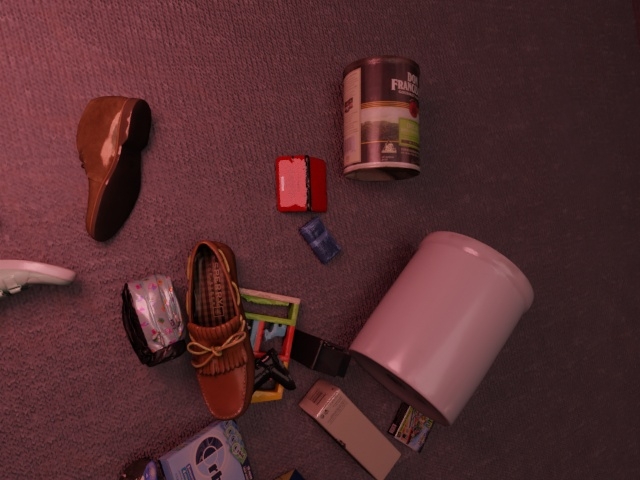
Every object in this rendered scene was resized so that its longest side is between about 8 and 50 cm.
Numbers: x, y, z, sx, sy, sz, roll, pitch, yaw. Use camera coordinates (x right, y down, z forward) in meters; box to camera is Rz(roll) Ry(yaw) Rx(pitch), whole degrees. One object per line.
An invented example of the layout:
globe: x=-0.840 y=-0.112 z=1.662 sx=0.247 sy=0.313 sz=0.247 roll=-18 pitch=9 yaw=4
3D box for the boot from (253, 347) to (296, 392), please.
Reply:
boot: x=-0.126 y=0.322 z=0.990 sx=0.099 sy=0.045 sz=0.121 roll=-32 pitch=92 yaw=-24

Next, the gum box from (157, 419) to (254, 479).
gum box: x=-0.240 y=0.495 z=0.916 sx=0.185 sy=0.041 sz=0.156 roll=-15 pitch=85 yaw=-56

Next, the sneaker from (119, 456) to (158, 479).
sneaker: x=-0.331 y=0.608 z=0.894 sx=0.147 sy=0.130 sz=0.329 roll=-14 pitch=98 yaw=-41

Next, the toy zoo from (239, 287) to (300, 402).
toy zoo: x=-0.167 y=0.267 z=1.017 sx=0.193 sy=0.030 sz=0.292 roll=13 pitch=82 yaw=-22

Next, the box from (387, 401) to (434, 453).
box: x=0.291 y=0.498 z=1.243 sx=0.114 sy=0.036 sz=0.206 roll=38 pitch=72 yaw=-21

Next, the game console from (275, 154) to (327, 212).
game console: x=-0.048 y=-0.144 z=1.110 sx=0.124 sy=0.085 sz=0.143 roll=-2 pitch=88 yaw=4

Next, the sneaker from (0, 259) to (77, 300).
sneaker: x=-0.593 y=0.110 z=0.779 sx=0.256 sy=0.094 sz=0.150 roll=2 pitch=81 yaw=-17

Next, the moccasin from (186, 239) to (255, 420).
moccasin: x=-0.215 y=0.186 z=0.901 sx=0.139 sy=0.147 sz=0.379 roll=-3 pitch=82 yaw=2

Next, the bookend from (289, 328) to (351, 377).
bookend: x=0.019 y=0.288 z=1.047 sx=0.156 sy=0.157 sz=0.072 roll=27 pitch=77 yaw=-23

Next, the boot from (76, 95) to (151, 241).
boot: x=-0.447 y=-0.151 z=0.881 sx=0.115 sy=0.112 sz=0.304 roll=12 pitch=87 yaw=4

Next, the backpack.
backpack: x=-0.346 y=0.163 z=0.888 sx=0.115 sy=0.152 sz=0.181 roll=-15 pitch=82 yaw=-32

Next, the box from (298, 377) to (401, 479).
box: x=0.076 y=0.488 z=1.095 sx=0.094 sy=0.113 sz=0.275 roll=-46 pitch=106 yaw=-20

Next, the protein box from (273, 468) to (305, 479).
protein box: x=-0.055 y=0.687 z=0.969 sx=0.136 sy=0.200 sz=0.200 roll=-15 pitch=95 yaw=-26

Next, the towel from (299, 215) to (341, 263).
towel: x=0.000 y=0.000 z=1.119 sx=0.067 sy=0.029 sz=0.119 roll=-40 pitch=106 yaw=-21

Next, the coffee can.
coffee can: x=0.160 y=-0.308 z=1.116 sx=0.202 sy=0.202 sz=0.274 roll=1 pitch=88 yaw=-27

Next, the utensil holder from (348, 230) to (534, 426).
utensil holder: x=0.303 y=0.222 z=1.106 sx=0.327 sy=0.328 sz=0.385 roll=46 pitch=73 yaw=-18
